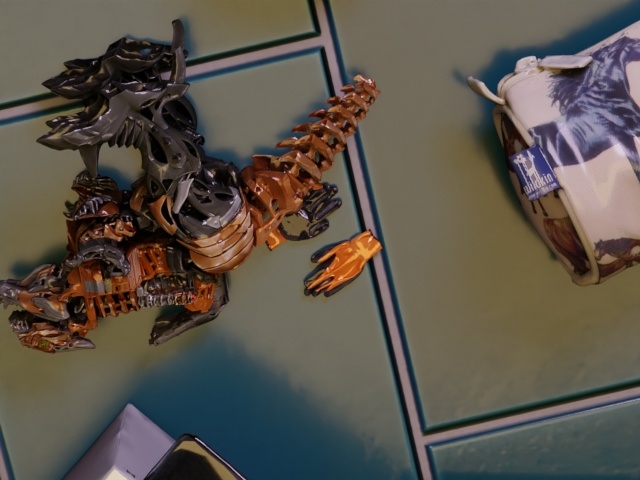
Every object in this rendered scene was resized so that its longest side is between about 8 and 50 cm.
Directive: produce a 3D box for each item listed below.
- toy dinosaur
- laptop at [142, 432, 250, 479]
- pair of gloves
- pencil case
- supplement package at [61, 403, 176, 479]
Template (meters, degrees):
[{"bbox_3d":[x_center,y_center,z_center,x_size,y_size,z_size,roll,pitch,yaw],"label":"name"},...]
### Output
[{"bbox_3d":[-0.113,-0.041,1.498,0.322,0.164,0.218,-37,113,-15],"label":"toy dinosaur"},{"bbox_3d":[-0.048,0.420,1.419,0.382,0.236,0.408,-50,138,-3],"label":"laptop"},{"bbox_3d":[0.000,0.000,1.550,0.074,0.010,0.083,-39,94,5],"label":"pair of gloves"},{"bbox_3d":[0.324,-0.137,1.465,0.410,0.160,0.183,-31,112,3],"label":"pencil case"},{"bbox_3d":[-0.161,0.266,1.490,0.149,0.194,0.203,40,96,-8],"label":"supplement package"}]
